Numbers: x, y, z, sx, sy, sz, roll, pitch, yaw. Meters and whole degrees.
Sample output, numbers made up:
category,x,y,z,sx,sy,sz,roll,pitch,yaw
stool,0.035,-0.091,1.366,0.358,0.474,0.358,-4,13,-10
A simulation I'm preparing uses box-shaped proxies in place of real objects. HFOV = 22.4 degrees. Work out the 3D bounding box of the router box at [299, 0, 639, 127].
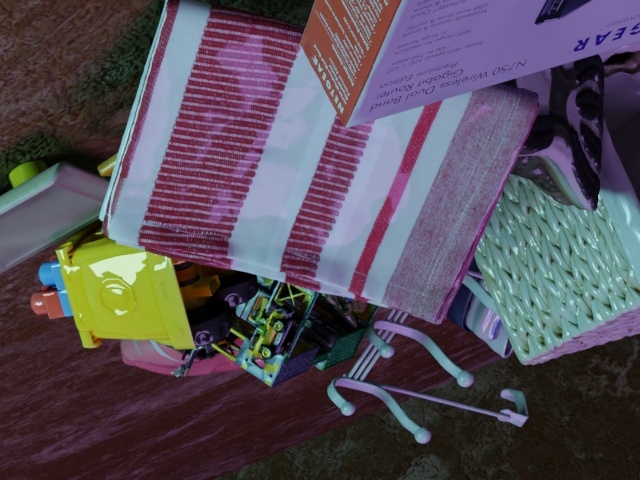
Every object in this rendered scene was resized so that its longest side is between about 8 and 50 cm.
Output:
category,x,y,z,sx,sy,sz,roll,pitch,yaw
router box,0.178,-0.231,1.115,0.335,0.082,0.301,-18,157,-23

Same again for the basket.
category,x,y,z,sx,sy,sz,roll,pitch,yaw
basket,0.363,-0.052,1.940,0.328,0.331,0.266,-10,161,-43

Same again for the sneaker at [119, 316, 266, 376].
category,x,y,z,sx,sy,sz,roll,pitch,yaw
sneaker,-0.148,0.129,2.212,0.136,0.116,0.314,-23,161,35

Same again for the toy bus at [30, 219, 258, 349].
category,x,y,z,sx,sy,sz,roll,pitch,yaw
toy bus,-0.189,0.024,1.681,0.211,0.149,0.220,-8,-162,20

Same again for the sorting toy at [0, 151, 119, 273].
category,x,y,z,sx,sy,sz,roll,pitch,yaw
sorting toy,-0.287,-0.028,1.551,0.348,0.047,0.196,-28,169,12

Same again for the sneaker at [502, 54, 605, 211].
category,x,y,z,sx,sy,sz,roll,pitch,yaw
sneaker,0.168,-0.130,1.603,0.182,0.158,0.410,3,168,27

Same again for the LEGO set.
category,x,y,z,sx,sy,sz,roll,pitch,yaw
LEGO set,-0.046,0.032,1.966,0.331,0.192,0.255,-26,143,-57

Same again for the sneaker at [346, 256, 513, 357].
category,x,y,z,sx,sy,sz,roll,pitch,yaw
sneaker,0.165,0.075,2.219,0.130,0.236,0.323,-6,156,-49

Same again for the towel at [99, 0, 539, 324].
category,x,y,z,sx,sy,sz,roll,pitch,yaw
towel,-0.004,-0.063,1.388,0.329,0.037,0.237,14,118,-13

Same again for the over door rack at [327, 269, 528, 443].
category,x,y,z,sx,sy,sz,roll,pitch,yaw
over door rack,0.202,0.147,2.056,0.324,0.108,0.239,8,129,-33
